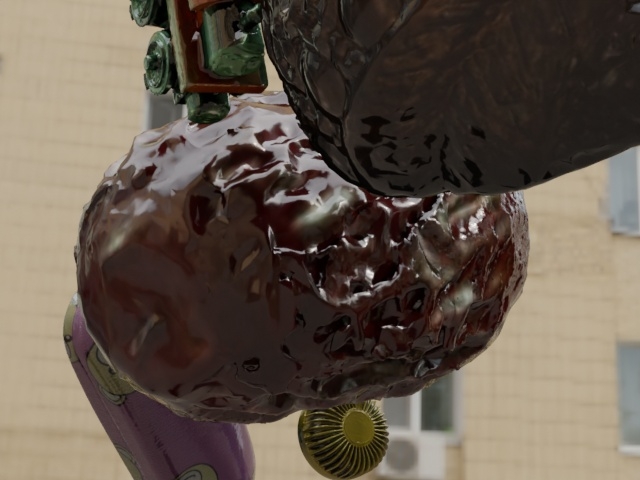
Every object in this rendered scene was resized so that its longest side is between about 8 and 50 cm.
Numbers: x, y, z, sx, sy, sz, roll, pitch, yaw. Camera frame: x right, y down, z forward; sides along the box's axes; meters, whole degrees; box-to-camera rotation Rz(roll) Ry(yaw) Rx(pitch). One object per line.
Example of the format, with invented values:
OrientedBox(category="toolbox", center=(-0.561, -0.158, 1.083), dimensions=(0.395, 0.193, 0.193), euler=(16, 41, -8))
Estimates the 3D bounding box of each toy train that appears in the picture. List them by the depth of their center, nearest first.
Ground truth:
OrientedBox(category="toy train", center=(-0.068, -0.162, 0.819), dimensions=(0.074, 0.175, 0.118), euler=(-1, -20, -26))

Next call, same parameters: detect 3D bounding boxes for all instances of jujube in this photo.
OrientedBox(category="jujube", center=(0.000, 0.000, 1.009), dimensions=(0.258, 0.258, 0.377), euler=(-11, -3, 35))

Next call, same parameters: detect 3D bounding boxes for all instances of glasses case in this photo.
OrientedBox(category="glasses case", center=(-0.143, 0.153, 1.296), dimensions=(0.076, 0.123, 0.316), euler=(7, -47, 36))

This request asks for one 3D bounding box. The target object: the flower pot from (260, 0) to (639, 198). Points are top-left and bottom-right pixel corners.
OrientedBox(category="flower pot", center=(0.068, -0.196, 0.695), dimensions=(0.267, 0.266, 0.267), euler=(-9, -56, 30))

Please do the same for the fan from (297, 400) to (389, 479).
OrientedBox(category="fan", center=(0.023, 0.136, 1.245), dimensions=(0.082, 0.155, 0.039), euler=(14, -27, -29))
